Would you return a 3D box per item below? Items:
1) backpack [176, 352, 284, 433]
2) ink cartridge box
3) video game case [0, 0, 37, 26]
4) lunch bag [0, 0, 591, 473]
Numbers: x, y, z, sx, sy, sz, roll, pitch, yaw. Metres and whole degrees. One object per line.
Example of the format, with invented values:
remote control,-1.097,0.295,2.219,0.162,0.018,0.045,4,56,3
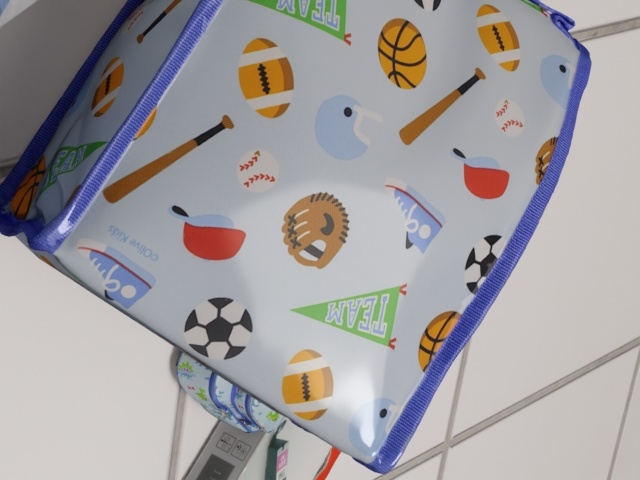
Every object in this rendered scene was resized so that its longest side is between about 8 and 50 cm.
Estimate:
backpack,-0.068,0.115,1.479,0.105,0.084,0.114,-60,144,-12
ink cartridge box,-0.018,0.208,1.635,0.275,0.060,0.239,-59,145,-10
video game case,-0.143,-0.307,0.983,0.300,0.036,0.329,-66,175,-67
lunch bag,-0.006,-0.082,1.214,0.328,0.239,0.385,35,83,-25
